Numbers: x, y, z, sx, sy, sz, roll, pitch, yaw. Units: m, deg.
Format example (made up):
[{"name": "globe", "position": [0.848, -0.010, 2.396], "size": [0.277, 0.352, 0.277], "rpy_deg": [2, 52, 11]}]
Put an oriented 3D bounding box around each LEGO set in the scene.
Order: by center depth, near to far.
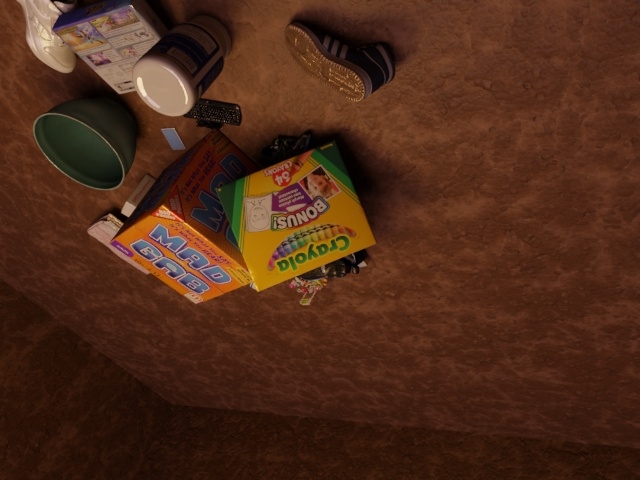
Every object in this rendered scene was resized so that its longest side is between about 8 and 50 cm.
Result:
[{"name": "LEGO set", "position": [-0.055, 0.173, 1.832], "size": [0.132, 0.107, 0.287], "rpy_deg": [31, 158, 4]}]

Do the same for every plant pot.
[{"name": "plant pot", "position": [-0.714, -0.334, 1.514], "size": [0.294, 0.196, 0.292], "rpy_deg": [12, 141, 10]}]

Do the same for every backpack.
[{"name": "backpack", "position": [0.000, 0.000, 1.553], "size": [0.264, 0.213, 0.276], "rpy_deg": [-23, 89, 32]}]

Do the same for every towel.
[{"name": "towel", "position": [-0.835, 0.028, 2.065], "size": [0.332, 0.053, 0.317], "rpy_deg": [44, 149, -23]}]

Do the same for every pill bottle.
[{"name": "pill bottle", "position": [-0.328, -0.438, 1.167], "size": [0.153, 0.264, 0.153], "rpy_deg": [13, 140, 11]}]

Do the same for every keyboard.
[{"name": "keyboard", "position": [-0.332, -0.371, 1.430], "size": [0.192, 0.038, 0.100], "rpy_deg": [12, 141, 12]}]

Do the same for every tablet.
[{"name": "tablet", "position": [-0.485, -0.335, 1.564], "size": [0.054, 0.006, 0.083], "rpy_deg": [1, 137, 23]}]

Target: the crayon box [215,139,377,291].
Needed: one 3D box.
[{"name": "crayon box", "position": [-0.067, -0.068, 1.361], "size": [0.363, 0.106, 0.312], "rpy_deg": [-22, 90, 0]}]

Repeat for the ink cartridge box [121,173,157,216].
[{"name": "ink cartridge box", "position": [-0.593, -0.119, 1.749], "size": [0.213, 0.154, 0.093], "rpy_deg": [32, 140, -13]}]

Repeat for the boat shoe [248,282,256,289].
[{"name": "boat shoe", "position": [-0.233, 0.081, 1.740], "size": [0.119, 0.335, 0.121], "rpy_deg": [28, 98, -5]}]

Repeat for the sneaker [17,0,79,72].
[{"name": "sneaker", "position": [-0.719, -0.588, 1.279], "size": [0.152, 0.114, 0.305], "rpy_deg": [14, 141, 9]}]

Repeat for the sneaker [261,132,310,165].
[{"name": "sneaker", "position": [-0.106, -0.275, 1.419], "size": [0.188, 0.067, 0.078], "rpy_deg": [-14, 136, 40]}]

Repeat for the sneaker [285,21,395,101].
[{"name": "sneaker", "position": [0.052, -0.446, 1.141], "size": [0.282, 0.153, 0.099], "rpy_deg": [44, 149, 20]}]

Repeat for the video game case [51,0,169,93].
[{"name": "video game case", "position": [-0.515, -0.515, 1.265], "size": [0.270, 0.061, 0.244], "rpy_deg": [-3, 154, 23]}]

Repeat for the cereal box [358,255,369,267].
[{"name": "cereal box", "position": [0.036, 0.049, 1.757], "size": [0.240, 0.047, 0.173], "rpy_deg": [-15, 130, 36]}]

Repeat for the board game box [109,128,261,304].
[{"name": "board game box", "position": [-0.378, -0.064, 1.556], "size": [0.357, 0.356, 0.356], "rpy_deg": [-23, 125, 41]}]
